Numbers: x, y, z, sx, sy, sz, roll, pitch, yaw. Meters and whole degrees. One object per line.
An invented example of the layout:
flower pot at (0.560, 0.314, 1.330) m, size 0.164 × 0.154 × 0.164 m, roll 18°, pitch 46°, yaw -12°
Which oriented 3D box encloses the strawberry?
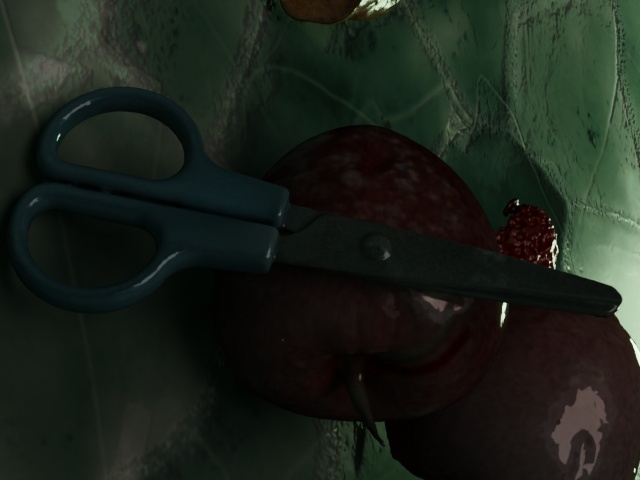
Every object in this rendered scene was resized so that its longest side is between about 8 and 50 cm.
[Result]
strawberry at (0.191, 0.049, 1.423) m, size 0.188 × 0.082 × 0.121 m, roll -60°, pitch 149°, yaw -14°

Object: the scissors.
scissors at (0.000, 0.000, 1.045) m, size 0.029 × 0.447 × 0.192 m, roll 97°, pitch 5°, yaw -58°

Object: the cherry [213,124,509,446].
cherry at (0.031, 0.043, 1.163) m, size 0.236 × 0.213 × 0.285 m, roll 9°, pitch 54°, yaw -21°

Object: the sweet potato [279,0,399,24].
sweet potato at (0.052, -0.264, 1.375) m, size 0.251 × 0.097 × 0.097 m, roll -26°, pitch 100°, yaw -49°

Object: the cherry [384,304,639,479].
cherry at (0.187, 0.147, 1.278) m, size 0.206 × 0.239 × 0.239 m, roll 28°, pitch 58°, yaw -67°
